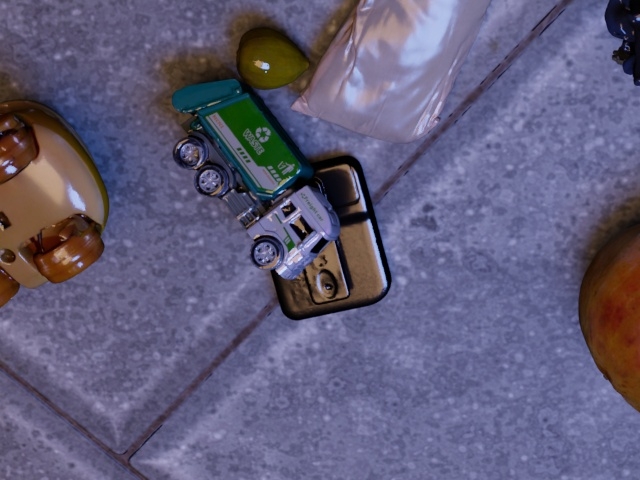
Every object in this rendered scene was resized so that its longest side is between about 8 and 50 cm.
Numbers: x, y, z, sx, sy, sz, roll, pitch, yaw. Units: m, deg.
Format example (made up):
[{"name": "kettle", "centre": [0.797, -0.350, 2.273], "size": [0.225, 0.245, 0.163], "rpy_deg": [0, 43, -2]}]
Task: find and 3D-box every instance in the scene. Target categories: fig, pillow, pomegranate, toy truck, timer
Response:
[{"name": "fig", "centre": [-0.056, -0.211, 1.957], "size": [0.088, 0.074, 0.074], "rpy_deg": [8, 114, -15]}, {"name": "pillow", "centre": [0.092, -0.240, 1.927], "size": [0.173, 0.067, 0.270], "rpy_deg": [20, 114, -7]}, {"name": "pomegranate", "centre": [0.440, 0.082, 1.929], "size": [0.270, 0.229, 0.252], "rpy_deg": [-33, 96, 7]}, {"name": "toy truck", "centre": [-0.381, -0.043, 1.996], "size": [0.288, 0.211, 0.204], "rpy_deg": [-27, 107, 21]}, {"name": "toy truck", "centre": [-0.082, -0.078, 1.966], "size": [0.124, 0.114, 0.253], "rpy_deg": [-40, 82, 8]}, {"name": "timer", "centre": [0.000, 0.000, 2.041], "size": [0.144, 0.055, 0.187], "rpy_deg": [-13, 104, 12]}]

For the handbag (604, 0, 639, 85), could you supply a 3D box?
[{"name": "handbag", "centre": [0.463, -0.234, 1.749], "size": [0.329, 0.303, 0.122], "rpy_deg": [-2, 109, 9]}]
